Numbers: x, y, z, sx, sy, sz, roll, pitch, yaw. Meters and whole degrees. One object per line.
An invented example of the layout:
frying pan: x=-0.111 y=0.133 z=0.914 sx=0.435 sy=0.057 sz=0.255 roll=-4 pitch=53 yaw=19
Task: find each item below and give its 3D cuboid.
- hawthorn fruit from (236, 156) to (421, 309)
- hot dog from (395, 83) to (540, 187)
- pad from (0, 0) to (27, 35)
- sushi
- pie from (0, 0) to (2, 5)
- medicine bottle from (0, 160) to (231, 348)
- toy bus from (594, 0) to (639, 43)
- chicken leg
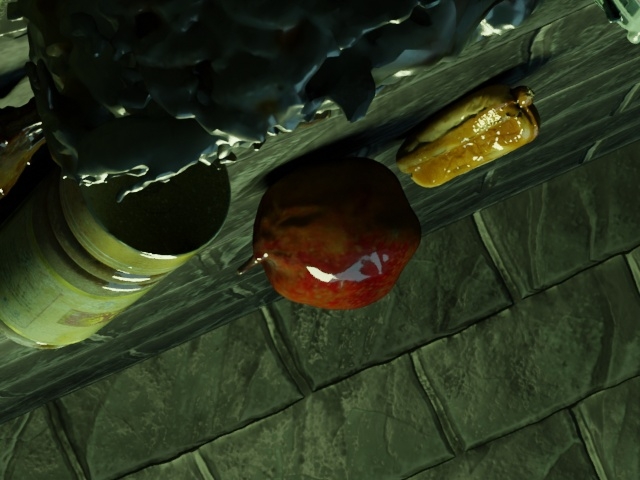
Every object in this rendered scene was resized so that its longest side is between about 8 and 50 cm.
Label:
hawthorn fruit: x=0.000 y=0.000 z=2.088 sx=0.248 sy=0.208 sz=0.208 roll=-19 pitch=171 yaw=-36
hot dog: x=0.203 y=-0.147 z=2.152 sx=0.249 sy=0.102 sz=0.076 roll=-29 pitch=-147 yaw=45
pad: x=-0.172 y=-0.180 z=1.093 sx=0.112 sy=0.003 sz=0.157 roll=-20 pitch=171 yaw=-26
sushi: x=-0.005 y=-0.165 z=1.009 sx=0.418 sy=0.175 sz=0.417 roll=-26 pitch=-175 yaw=2
pie: x=-0.273 y=-0.134 z=0.952 sx=0.187 sy=0.041 sz=0.187 roll=-23 pitch=172 yaw=-3
medicine bottle: x=-0.224 y=-0.002 z=1.579 sx=0.151 sy=0.151 sz=0.322 roll=-19 pitch=171 yaw=-35
toy bus: x=0.299 y=-0.266 z=1.328 sx=0.134 sy=0.164 sz=0.276 roll=-22 pitch=171 yaw=-6
chicken leg: x=-0.297 y=-0.053 z=1.340 sx=0.177 sy=0.083 sz=0.322 roll=-29 pitch=178 yaw=-35
